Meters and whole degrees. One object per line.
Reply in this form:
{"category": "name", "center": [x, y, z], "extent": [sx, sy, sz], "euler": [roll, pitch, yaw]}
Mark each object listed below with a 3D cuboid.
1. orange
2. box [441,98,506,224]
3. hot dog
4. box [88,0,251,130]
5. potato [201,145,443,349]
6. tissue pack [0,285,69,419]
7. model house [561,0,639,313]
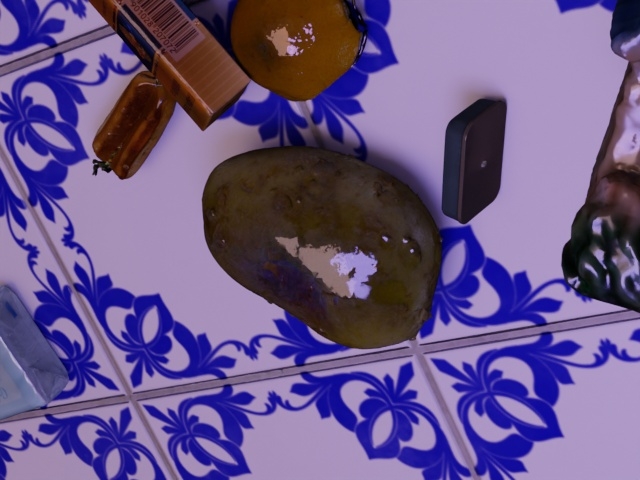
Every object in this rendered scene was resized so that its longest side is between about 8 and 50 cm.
{"category": "orange", "center": [-0.034, -0.227, 1.681], "extent": [0.160, 0.112, 0.170], "euler": [21, 115, 21]}
{"category": "box", "center": [0.165, -0.087, 1.649], "extent": [0.031, 0.091, 0.126], "euler": [21, 128, 29]}
{"category": "hot dog", "center": [-0.228, -0.143, 1.883], "extent": [0.072, 0.055, 0.188], "euler": [45, 132, 4]}
{"category": "box", "center": [-0.185, -0.240, 1.737], "extent": [0.237, 0.070, 0.152], "euler": [51, 172, -2]}
{"category": "potato", "center": [0.000, 0.000, 1.752], "extent": [0.307, 0.173, 0.210], "euler": [24, 130, 14]}
{"category": "tissue pack", "center": [-0.511, 0.182, 2.243], "extent": [0.263, 0.089, 0.177], "euler": [-22, 106, 37]}
{"category": "model house", "center": [0.459, -0.154, 1.234], "extent": [0.445, 0.395, 0.400], "euler": [16, 124, 13]}
